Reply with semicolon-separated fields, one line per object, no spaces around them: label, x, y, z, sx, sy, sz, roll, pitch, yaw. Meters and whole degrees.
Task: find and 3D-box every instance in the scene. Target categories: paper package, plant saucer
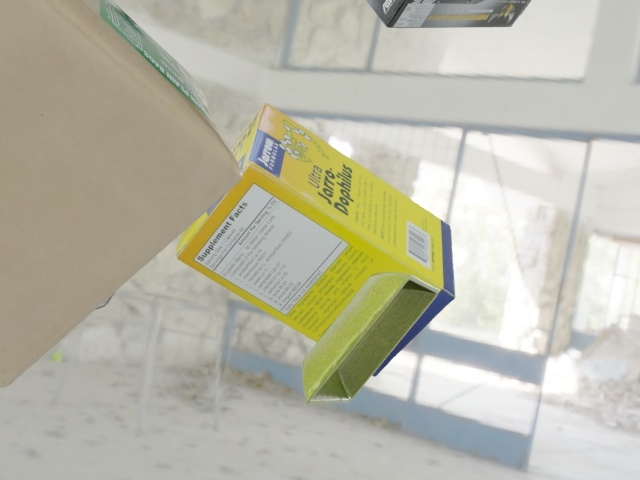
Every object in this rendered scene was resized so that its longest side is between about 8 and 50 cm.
paper package;-0.283;-0.088;0.817;0.325;0.309;0.168;43;13;-36
plant saucer;0.053;0.111;1.219;0.045;0.188;0.188;40;4;18

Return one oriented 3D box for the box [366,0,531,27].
box;0.120;-0.331;1.195;0.231;0.056;0.183;-12;58;-43

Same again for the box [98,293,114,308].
box;-0.337;0.047;1.309;0.147;0.077;0.180;-23;-13;-33

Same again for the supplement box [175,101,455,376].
supplement box;0.000;0.000;1.489;0.356;0.194;0.195;33;30;-16
